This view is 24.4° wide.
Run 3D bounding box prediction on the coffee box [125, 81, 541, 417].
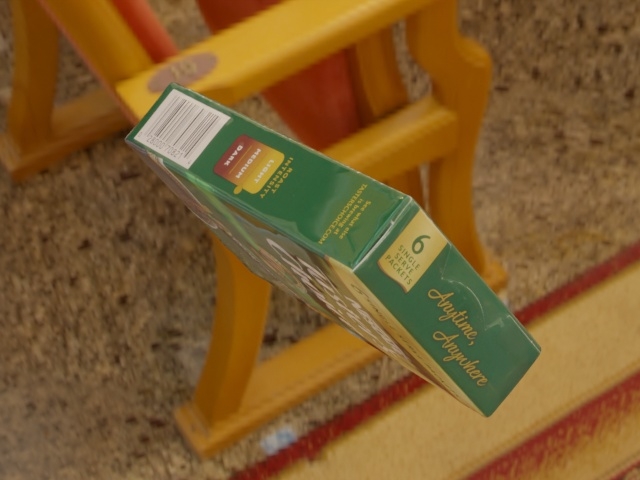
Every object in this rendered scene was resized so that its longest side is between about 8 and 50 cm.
[{"bbox_3d":[0.000,0.000,0.635,0.040,0.113,0.184,-50,41,-9],"label":"coffee box"}]
